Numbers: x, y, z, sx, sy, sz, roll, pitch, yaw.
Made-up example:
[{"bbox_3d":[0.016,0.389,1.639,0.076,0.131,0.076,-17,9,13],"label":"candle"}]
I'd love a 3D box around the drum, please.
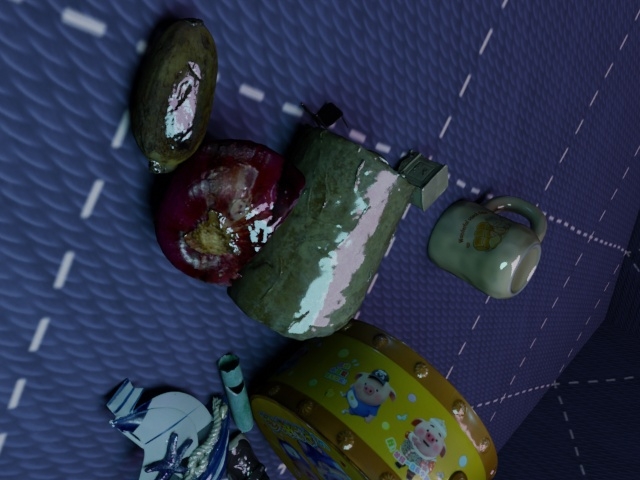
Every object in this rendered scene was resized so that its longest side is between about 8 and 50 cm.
[{"bbox_3d":[0.083,0.357,1.174,0.214,0.431,0.431,-41,143,-25],"label":"drum"}]

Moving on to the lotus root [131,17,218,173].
[{"bbox_3d":[-0.161,-0.159,0.737,0.089,0.080,0.179,-7,122,-52],"label":"lotus root"}]

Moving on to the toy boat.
[{"bbox_3d":[-0.240,0.332,1.014,0.291,0.070,0.210,32,69,-57],"label":"toy boat"}]

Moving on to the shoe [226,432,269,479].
[{"bbox_3d":[-0.134,0.436,1.233,0.071,0.099,0.169,-37,141,-25],"label":"shoe"}]

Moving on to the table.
[{"bbox_3d":[0.180,-0.113,1.217,0.079,0.083,0.062,-44,145,-22],"label":"table"}]

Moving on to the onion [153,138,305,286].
[{"bbox_3d":[-0.117,-0.056,0.844,0.195,0.140,0.218,-55,-168,27],"label":"onion"}]

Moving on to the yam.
[{"bbox_3d":[0.000,0.000,0.972,0.195,0.195,0.300,17,102,-56],"label":"yam"}]

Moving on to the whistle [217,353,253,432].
[{"bbox_3d":[-0.145,0.269,1.141,0.039,0.039,0.186,-36,141,-30],"label":"whistle"}]

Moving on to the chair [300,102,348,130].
[{"bbox_3d":[0.009,-0.186,0.978,0.042,0.037,0.086,-46,151,2],"label":"chair"}]

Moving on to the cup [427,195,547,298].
[{"bbox_3d":[0.395,0.011,1.490,0.255,0.202,0.173,-20,131,-44],"label":"cup"}]
